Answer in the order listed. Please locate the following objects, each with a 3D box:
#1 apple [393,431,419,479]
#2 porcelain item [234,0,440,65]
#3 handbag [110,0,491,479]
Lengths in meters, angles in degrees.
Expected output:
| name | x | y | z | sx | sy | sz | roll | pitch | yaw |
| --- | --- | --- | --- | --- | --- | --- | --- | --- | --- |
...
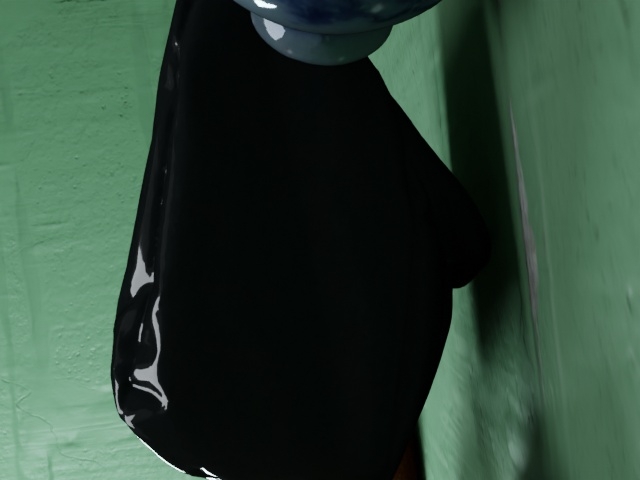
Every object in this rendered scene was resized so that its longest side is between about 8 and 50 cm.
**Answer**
| name | x | y | z | sx | sy | sz | roll | pitch | yaw |
| --- | --- | --- | --- | --- | --- | --- | --- | --- | --- |
| apple | 0.026 | 0.255 | 1.426 | 0.234 | 0.173 | 0.210 | 72 | -176 | -46 |
| porcelain item | 0.009 | -0.184 | 0.500 | 0.259 | 0.141 | 0.141 | 96 | 171 | -47 |
| handbag | 0.003 | 0.001 | 0.733 | 0.302 | 0.178 | 0.274 | 74 | -154 | -82 |
